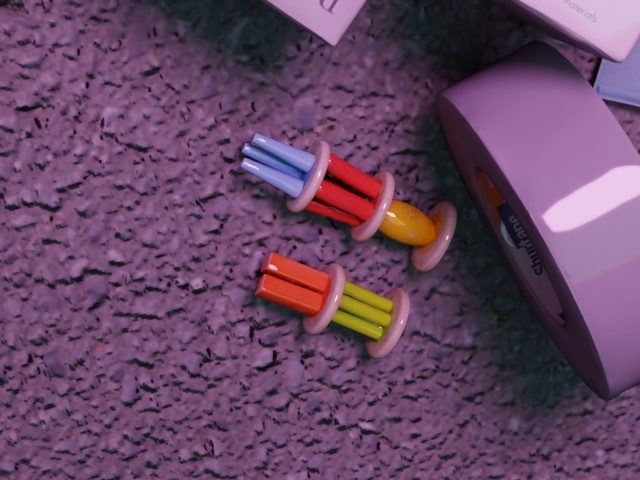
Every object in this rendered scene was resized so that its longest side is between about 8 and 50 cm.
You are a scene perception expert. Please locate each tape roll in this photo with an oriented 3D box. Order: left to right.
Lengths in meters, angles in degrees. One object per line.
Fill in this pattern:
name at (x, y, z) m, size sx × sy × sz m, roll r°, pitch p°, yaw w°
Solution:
tape roll at (0.154, -0.012, 0.890) m, size 0.072 × 0.219 × 0.219 m, roll -29°, pitch 110°, yaw -1°

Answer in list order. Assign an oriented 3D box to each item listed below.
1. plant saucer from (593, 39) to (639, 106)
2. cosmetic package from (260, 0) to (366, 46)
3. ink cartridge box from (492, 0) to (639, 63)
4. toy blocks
plant saucer at (0.237, -0.184, 0.959) m, size 0.067 × 0.018 × 0.192 m, roll 11°, pitch 104°, yaw -14°
cosmetic package at (0.017, -0.330, 0.797) m, size 0.217 × 0.156 × 0.385 m, roll 29°, pitch 99°, yaw -17°
ink cartridge box at (0.200, -0.288, 0.813) m, size 0.119 × 0.207 × 0.353 m, roll 31°, pitch 100°, yaw -8°
toy blocks at (0.000, 0.000, 0.951) m, size 0.148 × 0.054 × 0.123 m, roll 24°, pitch 101°, yaw -17°
